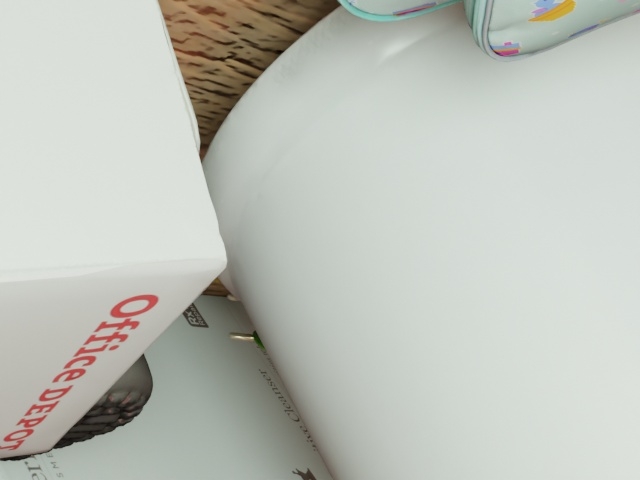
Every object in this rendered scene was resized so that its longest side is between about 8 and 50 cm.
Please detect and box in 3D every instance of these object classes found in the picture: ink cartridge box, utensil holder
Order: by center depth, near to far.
[{"bbox_3d":[-0.209,-0.027,0.477,0.270,0.197,0.198,-3,155,-33],"label":"ink cartridge box"},{"bbox_3d":[0.154,0.080,0.715,0.328,0.385,0.327,-22,155,-11],"label":"utensil holder"}]

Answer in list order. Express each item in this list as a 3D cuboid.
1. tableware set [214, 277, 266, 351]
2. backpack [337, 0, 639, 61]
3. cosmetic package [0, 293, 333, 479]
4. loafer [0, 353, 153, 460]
[{"bbox_3d":[-0.031,0.049,0.917,0.104,0.154,0.024,7,117,-52],"label":"tableware set"},{"bbox_3d":[0.076,-0.149,0.488,0.188,0.144,0.166,-15,165,1],"label":"backpack"},{"bbox_3d":[-0.137,0.152,0.936,0.156,0.217,0.385,-51,149,19],"label":"cosmetic package"},{"bbox_3d":[-0.264,0.073,0.716,0.366,0.130,0.134,-15,165,10],"label":"loafer"}]
